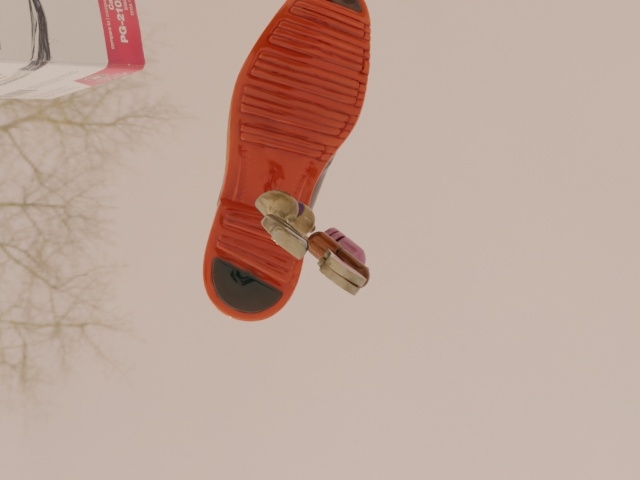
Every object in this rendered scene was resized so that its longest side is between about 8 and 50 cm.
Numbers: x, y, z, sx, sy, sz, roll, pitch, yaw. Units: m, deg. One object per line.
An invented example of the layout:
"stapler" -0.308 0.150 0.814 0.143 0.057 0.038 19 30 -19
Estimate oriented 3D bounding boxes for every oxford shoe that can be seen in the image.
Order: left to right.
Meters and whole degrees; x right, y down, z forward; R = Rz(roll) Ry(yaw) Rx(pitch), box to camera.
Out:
"oxford shoe" -0.034 -0.074 0.660 0.097 0.098 0.271 20 -90 -8

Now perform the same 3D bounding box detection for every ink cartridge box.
"ink cartridge box" -0.328 -0.206 0.835 0.172 0.237 0.100 -7 -87 36

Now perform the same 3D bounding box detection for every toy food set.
"toy food set" 0.000 0.000 0.460 0.078 0.122 0.019 36 -86 -17
